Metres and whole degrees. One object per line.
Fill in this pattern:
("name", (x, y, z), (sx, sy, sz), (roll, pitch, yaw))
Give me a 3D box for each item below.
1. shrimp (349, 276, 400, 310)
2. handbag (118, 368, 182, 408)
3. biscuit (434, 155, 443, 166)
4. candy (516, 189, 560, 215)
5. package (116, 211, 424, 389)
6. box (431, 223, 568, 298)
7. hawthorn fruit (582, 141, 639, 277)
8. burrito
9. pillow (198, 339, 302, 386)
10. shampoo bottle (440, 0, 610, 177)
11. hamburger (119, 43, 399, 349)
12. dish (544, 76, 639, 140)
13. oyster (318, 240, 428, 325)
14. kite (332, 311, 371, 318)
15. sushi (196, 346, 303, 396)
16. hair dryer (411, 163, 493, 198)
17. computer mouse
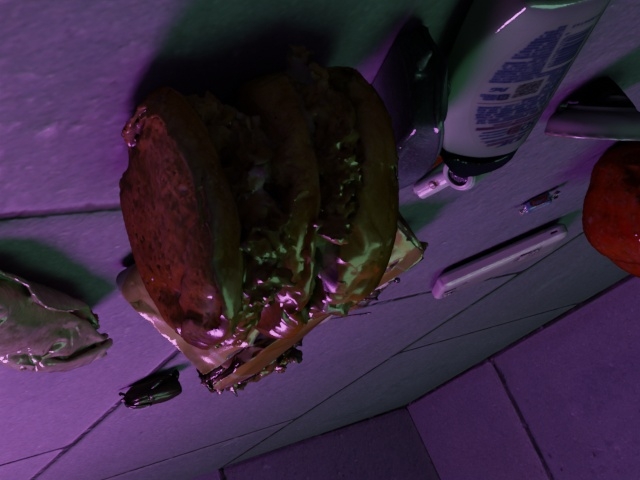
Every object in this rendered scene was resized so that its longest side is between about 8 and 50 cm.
("shrimp", (0.042, 0.090, 1.547), (0.150, 0.051, 0.217), (-2, 157, -36))
("handbag", (-0.298, 0.268, 1.600), (0.111, 0.047, 0.072), (-18, 167, -21))
("biscuit", (0.128, -0.105, 1.134), (0.091, 0.015, 0.078), (-34, 160, 26))
("candy", (0.383, -0.066, 1.587), (0.083, 0.020, 0.030), (-26, 160, 9))
("package", (-0.044, 0.038, 1.072), (0.311, 0.165, 0.221), (-31, 162, 18))
("box", (0.365, 0.045, 1.856), (0.285, 0.044, 0.142), (-23, 165, -5))
("hawthorn fruit", (0.559, -0.051, 1.479), (0.258, 0.258, 0.262), (-26, -175, 4))
("burrito", (-0.330, 0.089, 0.979), (0.117, 0.076, 0.392), (-27, 162, 4))
("pillow", (-0.132, 0.223, 1.683), (0.119, 0.053, 0.208), (1, 149, -48))
("shampoo bottle", (0.183, -0.167, 0.925), (0.134, 0.078, 0.359), (-18, 162, -10))
("hamburger", (-0.048, -0.035, 0.769), (0.211, 0.245, 0.260), (-7, 118, -24))
("dish", (0.366, -0.174, 1.182), (0.141, 0.078, 0.141), (2, -170, 0))
("oyster", (0.048, 0.055, 1.392), (0.223, 0.083, 0.214), (-16, 165, -42))
("kite", (0.002, 0.148, 1.656), (0.183, 0.010, 0.160), (-7, 175, -6))
("sushi", (-0.138, 0.182, 1.453), (0.147, 0.115, 0.212), (-31, 163, 16))
("hair dryer", (0.167, -0.084, 1.192), (0.137, 0.047, 0.082), (-25, -175, 46))
("computer mouse", (0.090, -0.122, 0.882), (0.068, 0.113, 0.229), (-3, 161, -16))
